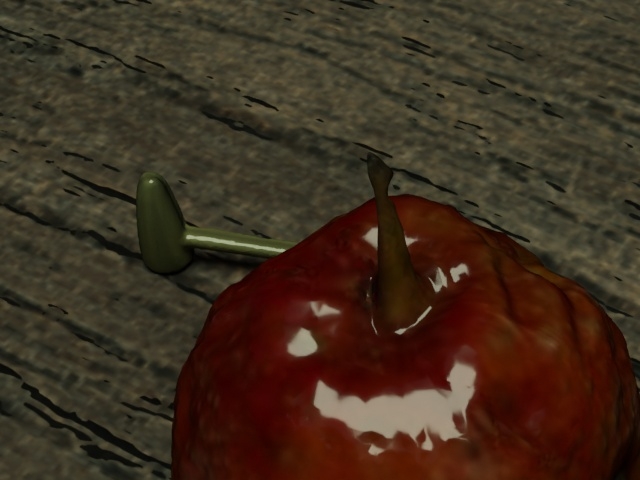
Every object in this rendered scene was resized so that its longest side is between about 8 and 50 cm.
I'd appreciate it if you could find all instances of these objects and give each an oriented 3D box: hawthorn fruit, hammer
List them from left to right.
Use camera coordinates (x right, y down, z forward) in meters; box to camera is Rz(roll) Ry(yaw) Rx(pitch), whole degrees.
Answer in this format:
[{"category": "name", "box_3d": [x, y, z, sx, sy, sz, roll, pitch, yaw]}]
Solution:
[{"category": "hammer", "box_3d": [0.000, 0.000, 0.881, 0.195, 0.060, 0.028, 8, 47, 9]}, {"category": "hawthorn fruit", "box_3d": [0.034, 0.064, 0.681, 0.207, 0.243, 0.207, -3, 43, 3]}]
